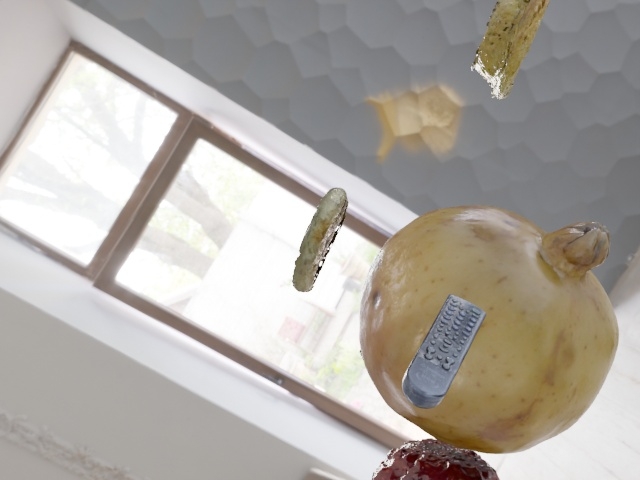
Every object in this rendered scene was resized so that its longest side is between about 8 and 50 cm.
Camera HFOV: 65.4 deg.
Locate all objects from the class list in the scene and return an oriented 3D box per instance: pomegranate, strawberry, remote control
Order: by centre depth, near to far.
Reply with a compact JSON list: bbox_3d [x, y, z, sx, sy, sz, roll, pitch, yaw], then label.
[{"bbox_3d":[0.117,0.102,0.475,0.152,0.043,0.027,-40,-35,-49],"label":"remote control"},{"bbox_3d":[0.260,0.113,0.760,0.410,0.410,0.410,-58,7,11],"label":"pomegranate"},{"bbox_3d":[0.212,0.447,0.815,0.220,0.274,0.274,-46,13,34],"label":"strawberry"}]

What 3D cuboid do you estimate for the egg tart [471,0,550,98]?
[{"bbox_3d":[0.280,-0.304,0.737,0.191,0.074,0.191,-61,-12,-22],"label":"egg tart"}]

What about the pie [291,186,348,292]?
[{"bbox_3d":[0.000,0.000,1.196,0.274,0.055,0.274,22,-90,-82],"label":"pie"}]

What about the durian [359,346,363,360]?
[{"bbox_3d":[0.200,0.340,1.574,0.168,0.137,0.158,-5,50,49],"label":"durian"}]
